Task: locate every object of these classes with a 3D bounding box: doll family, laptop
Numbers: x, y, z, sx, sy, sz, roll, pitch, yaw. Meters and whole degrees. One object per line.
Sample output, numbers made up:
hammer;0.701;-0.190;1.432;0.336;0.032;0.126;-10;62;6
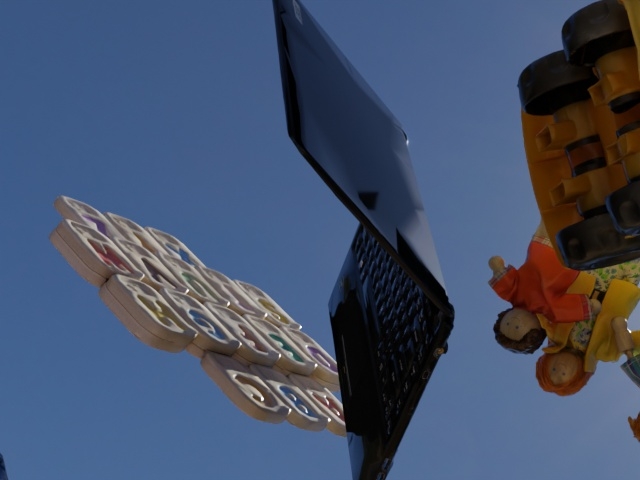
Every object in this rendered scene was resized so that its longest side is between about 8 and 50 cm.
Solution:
doll family;0.256;0.073;0.999;0.263;0.163;0.118;22;-1;28
laptop;0.000;0.000;0.858;0.137;0.234;0.264;12;-57;-13

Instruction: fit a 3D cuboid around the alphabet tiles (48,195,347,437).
alphabet tiles;-0.089;0.057;1.045;0.278;0.021;0.284;43;11;32

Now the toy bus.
toy bus;0.260;-0.077;0.873;0.212;0.149;0.220;-9;-12;-9

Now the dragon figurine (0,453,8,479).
dragon figurine;-0.144;0.102;0.429;0.289;0.085;0.144;37;-7;40
